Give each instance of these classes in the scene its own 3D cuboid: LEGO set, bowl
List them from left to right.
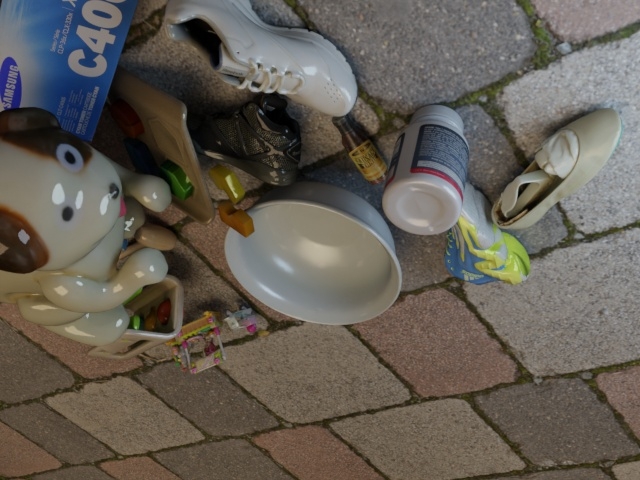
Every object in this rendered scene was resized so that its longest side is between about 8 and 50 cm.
[{"bbox_3d":[-0.257,0.233,1.608,0.132,0.107,0.287,-1,156,-45],"label":"LEGO set"},{"bbox_3d":[0.000,0.000,1.278,0.298,0.134,0.297,10,139,9],"label":"bowl"}]

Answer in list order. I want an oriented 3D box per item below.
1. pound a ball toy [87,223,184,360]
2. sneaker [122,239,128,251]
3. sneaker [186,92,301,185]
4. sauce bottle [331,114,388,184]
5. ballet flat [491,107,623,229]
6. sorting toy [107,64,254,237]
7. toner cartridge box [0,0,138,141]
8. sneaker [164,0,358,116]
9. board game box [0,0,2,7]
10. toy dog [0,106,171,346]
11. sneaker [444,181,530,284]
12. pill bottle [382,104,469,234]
[{"bbox_3d":[-0.354,0.114,1.531,0.136,0.208,0.319,12,157,-29],"label":"pound a ball toy"},{"bbox_3d":[-0.476,0.021,1.450,0.237,0.086,0.085,-21,152,11],"label":"sneaker"},{"bbox_3d":[-0.128,-0.182,1.169,0.228,0.087,0.130,24,118,18],"label":"sneaker"},{"bbox_3d":[0.059,-0.142,1.171,0.042,0.042,0.128,-16,130,32],"label":"sauce bottle"},{"bbox_3d":[0.326,-0.095,1.090,0.086,0.086,0.248,24,138,-7],"label":"ballet flat"},{"bbox_3d":[-0.228,-0.125,1.180,0.307,0.041,0.229,33,147,32],"label":"sorting toy"},{"bbox_3d":[-0.355,-0.299,1.055,0.165,0.075,0.347,13,136,-23],"label":"toner cartridge box"},{"bbox_3d":[-0.085,-0.245,1.043,0.297,0.129,0.111,28,136,-13],"label":"sneaker"},{"bbox_3d":[-0.509,-0.331,0.972,0.141,0.291,0.232,25,139,-9],"label":"board game box"},{"bbox_3d":[-0.417,-0.040,1.160,0.396,0.284,0.408,18,159,-13],"label":"toy dog"},{"bbox_3d":[0.234,0.004,1.235,0.126,0.091,0.240,-20,127,36],"label":"sneaker"},{"bbox_3d":[0.153,-0.105,1.073,0.108,0.180,0.108,10,139,9],"label":"pill bottle"}]
